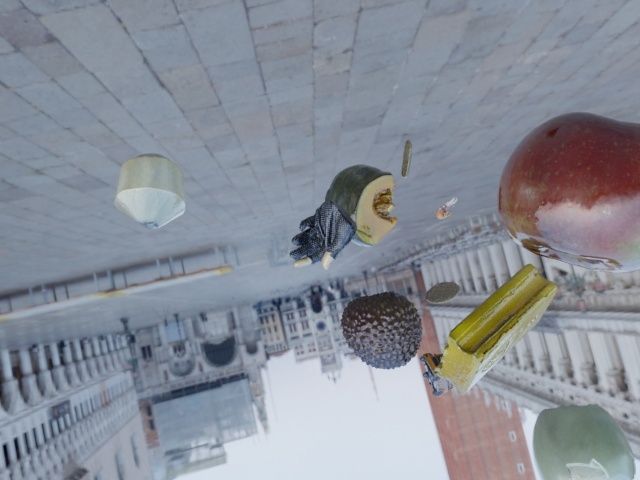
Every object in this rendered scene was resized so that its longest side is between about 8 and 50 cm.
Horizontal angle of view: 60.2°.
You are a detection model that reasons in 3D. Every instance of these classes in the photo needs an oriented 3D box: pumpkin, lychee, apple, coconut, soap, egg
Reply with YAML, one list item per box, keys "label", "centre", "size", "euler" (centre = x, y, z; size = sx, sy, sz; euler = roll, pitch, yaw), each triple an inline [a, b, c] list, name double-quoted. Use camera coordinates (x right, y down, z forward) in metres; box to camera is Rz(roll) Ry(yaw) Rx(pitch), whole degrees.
- label: "pumpkin"
  centre: [0.160, -0.141, 2.155]
  size: [0.257, 0.302, 0.225]
  euler: [-16, -162, -25]
- label: "lychee"
  centre: [0.202, 0.298, 1.816]
  size: [0.268, 0.267, 0.267]
  euler: [-13, 174, -1]
- label: "apple"
  centre: [0.522, -0.090, 1.062]
  size: [0.349, 0.276, 0.348]
  euler: [19, 178, 1]
- label: "coconut"
  centre: [-0.496, -0.135, 1.624]
  size: [0.202, 0.221, 0.202]
  euler: [-4, 150, -2]
- label: "soap"
  centre: [0.431, 0.218, 1.359]
  size: [0.325, 0.096, 0.204]
  euler: [-35, 148, -24]
- label: "egg"
  centre: [0.795, 0.668, 1.671]
  size: [0.279, 0.335, 0.278]
  euler: [-2, 145, -1]

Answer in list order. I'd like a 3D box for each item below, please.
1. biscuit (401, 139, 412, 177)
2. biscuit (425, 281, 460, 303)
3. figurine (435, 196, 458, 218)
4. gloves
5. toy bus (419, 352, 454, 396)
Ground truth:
- label: "biscuit"
  centre: [0.323, -0.305, 2.075]
  size: [0.019, 0.147, 0.071]
  euler: [-1, -155, -9]
- label: "biscuit"
  centre: [0.408, 0.174, 1.842]
  size: [0.120, 0.015, 0.120]
  euler: [-20, -157, 9]
- label: "figurine"
  centre: [0.472, -0.121, 2.056]
  size: [0.064, 0.047, 0.109]
  euler: [-1, 143, -37]
- label: "gloves"
  centre: [-0.001, -0.002, 1.371]
  size: [0.181, 0.129, 0.106]
  euler: [-44, 180, 11]
- label: "toy bus"
  centre: [0.376, 0.419, 1.758]
  size: [0.088, 0.083, 0.194]
  euler: [-24, 142, -2]
